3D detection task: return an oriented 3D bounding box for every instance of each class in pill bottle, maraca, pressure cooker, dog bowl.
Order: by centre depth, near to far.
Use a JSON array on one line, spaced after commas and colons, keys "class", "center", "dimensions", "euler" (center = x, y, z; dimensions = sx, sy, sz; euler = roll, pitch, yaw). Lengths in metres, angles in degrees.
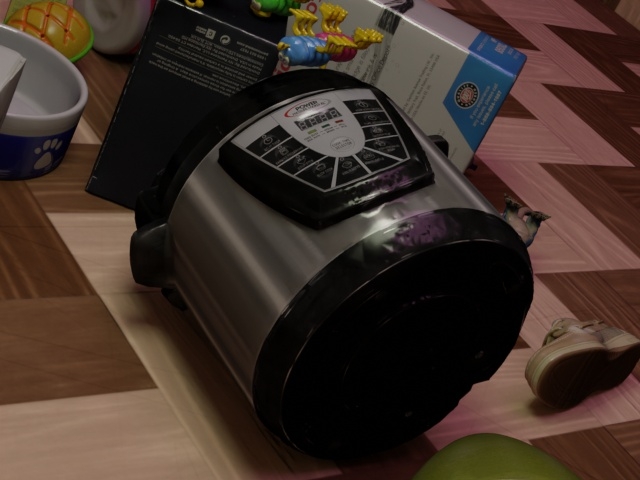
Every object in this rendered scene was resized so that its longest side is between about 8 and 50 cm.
[{"class": "pressure cooker", "center": [-0.002, 0.005, 1.502], "dimensions": [0.370, 0.375, 0.420], "euler": [26, 21, -48]}, {"class": "dog bowl", "center": [-0.461, -0.199, 1.713], "dimensions": [0.265, 0.104, 0.265], "euler": [21, 29, -12]}, {"class": "maraca", "center": [-0.441, -0.309, 1.925], "dimensions": [0.186, 0.099, 0.127], "euler": [-19, 59, -26]}, {"class": "pill bottle", "center": [-0.252, -0.411, 2.162], "dimensions": [0.319, 0.176, 0.176], "euler": [-11, 46, -48]}]

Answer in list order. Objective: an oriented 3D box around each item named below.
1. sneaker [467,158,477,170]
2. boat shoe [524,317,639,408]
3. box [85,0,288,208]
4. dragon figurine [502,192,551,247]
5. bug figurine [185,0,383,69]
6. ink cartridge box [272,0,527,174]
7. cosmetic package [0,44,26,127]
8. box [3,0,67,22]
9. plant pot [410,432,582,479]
[{"class": "sneaker", "center": [0.198, -0.201, 2.322], "dimensions": [0.223, 0.083, 0.098], "euler": [51, 15, 29]}, {"class": "boat shoe", "center": [0.365, 0.166, 1.808], "dimensions": [0.098, 0.109, 0.302], "euler": [38, 24, 29]}, {"class": "box", "center": [-0.181, -0.243, 1.804], "dimensions": [0.179, 0.312, 0.343], "euler": [22, 30, -11]}, {"class": "dragon figurine", "center": [0.305, 0.007, 2.032], "dimensions": [0.085, 0.144, 0.289], "euler": [27, 9, 4]}, {"class": "bug figurine", "center": [-0.052, -0.283, 1.579], "dimensions": [0.279, 0.072, 0.216], "euler": [40, 25, 28]}, {"class": "ink cartridge box", "center": [0.103, -0.268, 2.108], "dimensions": [0.395, 0.285, 0.166], "euler": [30, 27, 4]}, {"class": "cosmetic package", "center": [-0.577, -0.179, 1.473], "dimensions": [0.385, 0.217, 0.156], "euler": [24, 29, -10]}, {"class": "box", "center": [-0.430, -0.422, 1.971], "dimensions": [0.087, 0.232, 0.058], "euler": [16, 33, -17]}, {"class": "plant pot", "center": [0.179, 0.316, 1.282], "dimensions": [0.275, 0.274, 0.293], "euler": [26, 12, -2]}]
